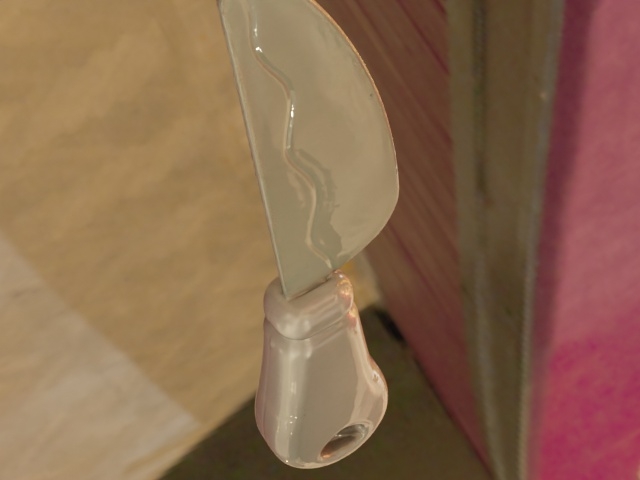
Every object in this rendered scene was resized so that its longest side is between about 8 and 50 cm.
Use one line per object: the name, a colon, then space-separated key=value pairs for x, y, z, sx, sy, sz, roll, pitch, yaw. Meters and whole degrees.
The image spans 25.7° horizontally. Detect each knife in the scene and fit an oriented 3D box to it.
knife: x=0.002 y=0.000 z=0.634 sx=0.080 sy=0.044 sz=0.331 roll=-25 pitch=143 yaw=-18
